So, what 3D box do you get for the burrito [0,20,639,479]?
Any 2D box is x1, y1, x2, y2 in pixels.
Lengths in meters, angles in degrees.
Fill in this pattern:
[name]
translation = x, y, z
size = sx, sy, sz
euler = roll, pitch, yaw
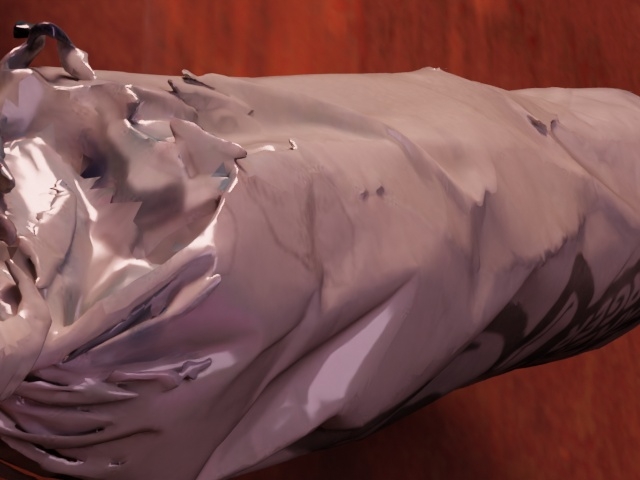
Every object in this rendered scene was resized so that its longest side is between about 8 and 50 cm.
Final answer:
[burrito]
translation = 0.000, 0.000, 0.523
size = 0.445, 0.139, 0.101
euler = -8, 102, -67
